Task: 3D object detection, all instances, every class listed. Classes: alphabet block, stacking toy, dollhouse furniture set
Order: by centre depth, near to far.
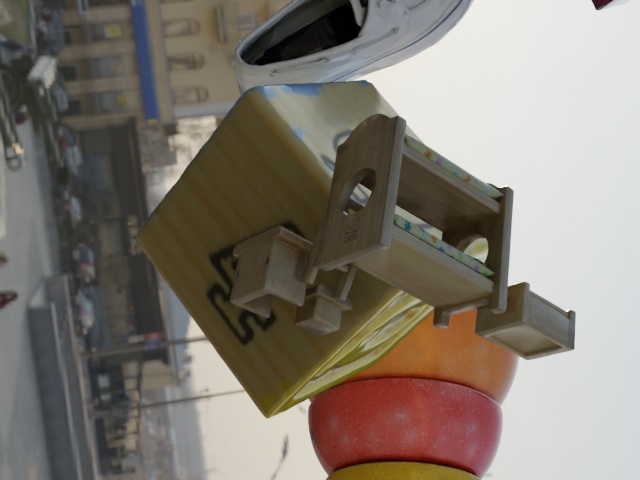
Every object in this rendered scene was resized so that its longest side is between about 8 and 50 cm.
[{"bbox_3d":[0.059,0.014,0.671,0.161,0.182,0.101,-22,-131,46],"label":"dollhouse furniture set"},{"bbox_3d":[0.000,0.000,0.812,0.197,0.192,0.193,51,-57,14],"label":"alphabet block"},{"bbox_3d":[0.108,0.302,1.261,0.350,0.351,0.479,97,-3,-58],"label":"stacking toy"}]

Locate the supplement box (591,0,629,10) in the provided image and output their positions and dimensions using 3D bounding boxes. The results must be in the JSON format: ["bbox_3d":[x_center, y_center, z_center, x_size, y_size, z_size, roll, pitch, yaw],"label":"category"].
[{"bbox_3d":[0.225,-0.202,0.696,0.043,0.055,0.083,61,33,1],"label":"supplement box"}]

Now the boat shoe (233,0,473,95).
[{"bbox_3d":[0.038,-0.205,0.875,0.095,0.258,0.084,52,-7,20],"label":"boat shoe"}]
